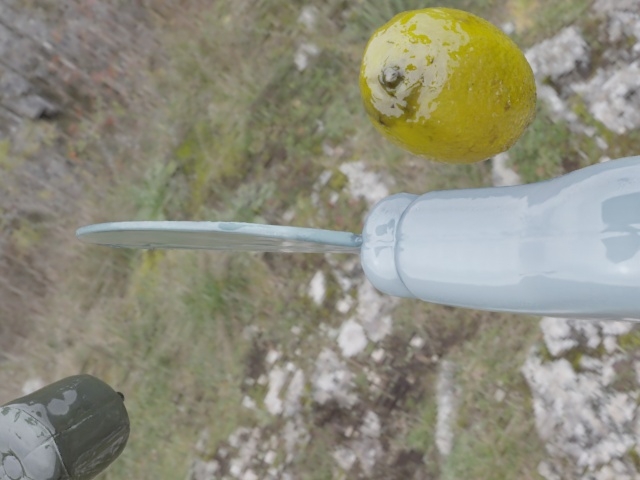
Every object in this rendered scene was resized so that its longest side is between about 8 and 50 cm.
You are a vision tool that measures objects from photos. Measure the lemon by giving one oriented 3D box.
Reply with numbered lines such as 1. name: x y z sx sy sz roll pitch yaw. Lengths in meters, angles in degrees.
1. lemon: 0.071 -0.082 0.655 0.082 0.111 0.082 -24 60 49

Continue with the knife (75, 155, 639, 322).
1. knife: -0.001 0.000 0.411 0.331 0.080 0.044 0 86 43

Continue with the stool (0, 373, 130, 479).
1. stool: -0.218 0.166 1.013 0.096 0.096 0.110 -17 10 39
